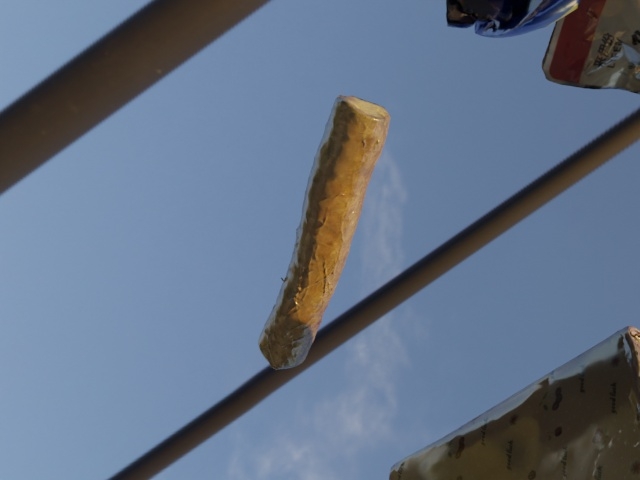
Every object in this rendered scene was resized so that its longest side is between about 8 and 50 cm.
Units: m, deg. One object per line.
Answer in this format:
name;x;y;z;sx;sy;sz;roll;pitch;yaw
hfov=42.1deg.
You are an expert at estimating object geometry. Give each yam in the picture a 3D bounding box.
yam;0.000;0.000;0.825;0.066;0.066;0.299;31;-62;24

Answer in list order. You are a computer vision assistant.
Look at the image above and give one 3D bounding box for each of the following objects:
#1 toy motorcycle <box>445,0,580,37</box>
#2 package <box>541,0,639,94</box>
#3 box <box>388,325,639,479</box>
toy motorcycle;0.140;-0.166;0.339;0.315;0.169;0.113;-21;-116;58
package;0.306;-0.159;0.643;0.239;0.030;0.154;21;-54;12
box;0.219;0.260;0.712;0.190;0.225;0.297;32;-52;-22
